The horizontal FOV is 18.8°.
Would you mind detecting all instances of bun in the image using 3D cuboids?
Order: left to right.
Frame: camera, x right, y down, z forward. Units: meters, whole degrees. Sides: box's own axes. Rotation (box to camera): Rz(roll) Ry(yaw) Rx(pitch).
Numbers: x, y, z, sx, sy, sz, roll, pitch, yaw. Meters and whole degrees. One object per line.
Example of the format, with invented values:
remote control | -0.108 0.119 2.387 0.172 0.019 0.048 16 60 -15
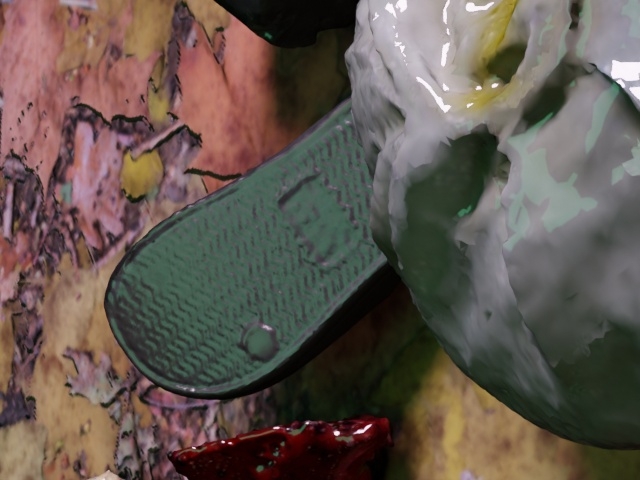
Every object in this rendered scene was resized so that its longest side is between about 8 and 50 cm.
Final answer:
bun | 0.141 -0.083 0.799 0.362 0.211 0.362 -3 87 49

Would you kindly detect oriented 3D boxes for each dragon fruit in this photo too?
dragon fruit | -0.010 0.133 1.067 0.131 0.097 0.063 -15 81 26

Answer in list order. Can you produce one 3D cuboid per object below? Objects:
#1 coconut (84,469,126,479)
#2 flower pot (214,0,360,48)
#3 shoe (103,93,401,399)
coconut | -0.132 0.193 1.166 0.110 0.110 0.124 29 117 44
flower pot | -0.015 -0.176 1.024 0.107 0.157 0.157 48 123 24
shoe | 0.000 0.000 1.050 0.241 0.093 0.108 -37 78 16
